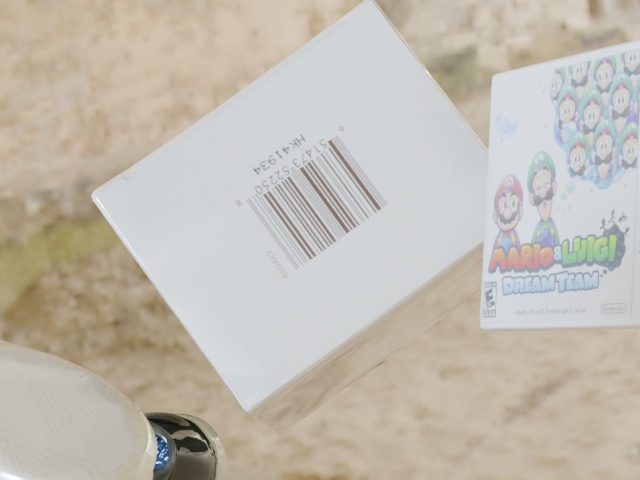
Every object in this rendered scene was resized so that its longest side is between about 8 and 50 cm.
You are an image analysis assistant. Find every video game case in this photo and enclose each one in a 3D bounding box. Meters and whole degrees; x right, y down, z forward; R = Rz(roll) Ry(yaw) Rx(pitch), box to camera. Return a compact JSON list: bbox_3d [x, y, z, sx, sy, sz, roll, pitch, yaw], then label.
[{"bbox_3d":[0.133,-0.025,0.949,0.019,0.143,0.157,6,-6,-27],"label":"video game case"}]

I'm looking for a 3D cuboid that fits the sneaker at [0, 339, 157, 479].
[{"bbox_3d":[-0.137,0.062,0.646,0.080,0.094,0.212,-19,41,-33],"label":"sneaker"}]

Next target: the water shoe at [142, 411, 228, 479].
[{"bbox_3d":[-0.144,0.118,0.834,0.203,0.073,0.080,-22,-22,16],"label":"water shoe"}]

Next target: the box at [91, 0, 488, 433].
[{"bbox_3d":[0.000,0.000,1.262,0.215,0.168,0.345,-36,-8,-3],"label":"box"}]
